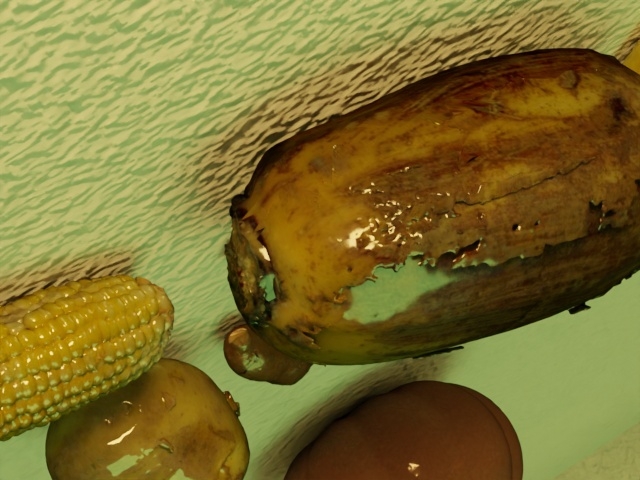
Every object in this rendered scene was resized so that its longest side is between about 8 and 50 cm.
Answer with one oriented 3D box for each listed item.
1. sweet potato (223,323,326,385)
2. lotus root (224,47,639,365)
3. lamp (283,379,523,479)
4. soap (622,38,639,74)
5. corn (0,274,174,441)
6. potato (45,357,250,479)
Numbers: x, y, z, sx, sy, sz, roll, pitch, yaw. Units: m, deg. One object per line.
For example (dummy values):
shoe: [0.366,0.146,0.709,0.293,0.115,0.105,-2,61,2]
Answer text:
sweet potato: [-0.033,0.102,1.084,0.056,0.056,0.195,-38,161,9]
lotus root: [0.111,-0.027,0.856,0.398,0.179,0.196,-17,155,-26]
lamp: [0.099,0.303,1.418,0.305,0.239,0.305,-29,158,-13]
soap: [0.421,-0.137,0.997,0.306,0.115,0.427,23,131,-20]
corn: [-0.230,0.092,0.751,0.320,0.097,0.097,-19,153,-36]
potato: [-0.136,0.156,0.967,0.137,0.137,0.176,-38,136,9]
